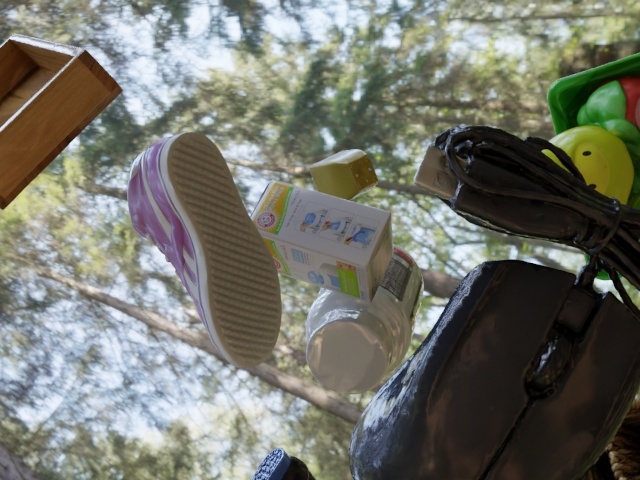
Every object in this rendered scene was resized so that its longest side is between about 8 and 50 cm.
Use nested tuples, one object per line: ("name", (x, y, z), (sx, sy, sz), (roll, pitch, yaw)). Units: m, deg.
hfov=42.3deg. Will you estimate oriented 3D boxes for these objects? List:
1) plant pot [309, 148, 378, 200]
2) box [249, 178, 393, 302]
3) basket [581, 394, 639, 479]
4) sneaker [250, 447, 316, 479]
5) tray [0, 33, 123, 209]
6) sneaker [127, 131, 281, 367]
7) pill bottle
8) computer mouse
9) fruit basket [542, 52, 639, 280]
("plant pot", (0.047, -0.106, 1.370), (0.081, 0.083, 0.081), (-28, -80, -35))
("box", (0.000, 0.000, 1.275), (0.114, 0.203, 0.103), (79, -148, -57))
("basket", (0.459, 0.345, 1.061), (0.223, 0.213, 0.299), (24, -138, -31))
("sneaker", (-0.095, 0.437, 1.270), (0.090, 0.081, 0.232), (42, -103, -17))
("tray", (-0.423, -0.178, 1.128), (0.203, 0.411, 0.076), (-48, -58, -10))
("sneaker", (-0.145, 0.015, 0.990), (0.102, 0.161, 0.282), (-22, -81, -38))
("pill bottle", (0.075, 0.130, 1.412), (0.318, 0.176, 0.176), (-56, -39, -67))
("computer mouse", (0.098, 0.086, 0.464), (0.189, 0.072, 0.272), (22, -65, -3))
("fruit basket", (0.504, -0.120, 1.385), (0.392, 0.283, 0.392), (22, -119, -48))
